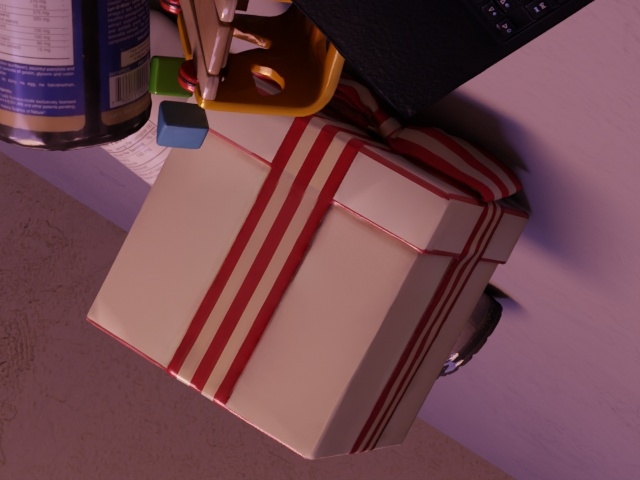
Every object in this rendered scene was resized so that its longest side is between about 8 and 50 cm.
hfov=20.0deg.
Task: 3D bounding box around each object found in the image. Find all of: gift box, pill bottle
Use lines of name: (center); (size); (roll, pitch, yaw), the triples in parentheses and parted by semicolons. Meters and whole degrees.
gift box: (0.000, 0.000, 1.450); (0.255, 0.258, 0.276); (30, -171, 15)
pill bottle: (-0.177, -0.182, 1.235); (0.123, 0.123, 0.219); (26, 124, 41)
pill bottle: (-0.158, -0.135, 1.648); (0.229, 0.131, 0.131); (39, 169, -26)

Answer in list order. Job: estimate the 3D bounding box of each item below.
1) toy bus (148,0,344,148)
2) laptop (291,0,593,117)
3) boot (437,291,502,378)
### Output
toy bus: (-0.041, -0.166, 1.170); (0.104, 0.202, 0.191); (4, 172, -16)
laptop: (0.090, -0.146, 0.746); (0.234, 0.264, 0.136); (43, -156, -38)
boot: (0.025, 0.025, 1.900); (0.223, 0.118, 0.338); (45, 162, -27)
